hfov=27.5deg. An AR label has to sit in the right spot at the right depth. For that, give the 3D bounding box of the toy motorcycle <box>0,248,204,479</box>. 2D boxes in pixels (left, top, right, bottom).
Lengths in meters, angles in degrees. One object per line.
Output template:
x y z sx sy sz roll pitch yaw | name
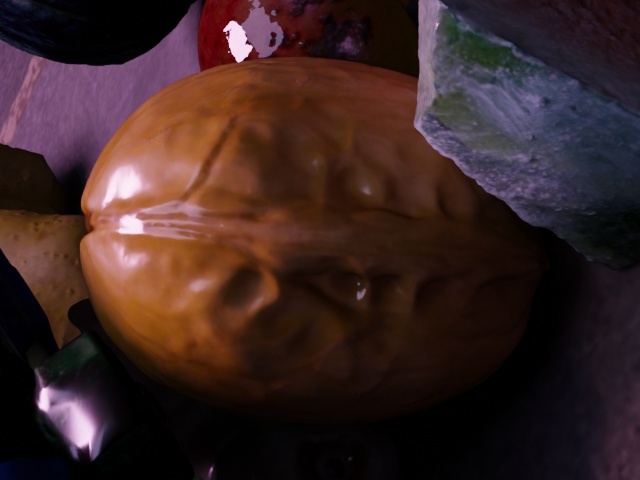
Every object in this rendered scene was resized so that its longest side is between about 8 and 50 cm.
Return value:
-0.161 0.049 0.560 0.125 0.196 0.331 -40 41 -6 | toy motorcycle

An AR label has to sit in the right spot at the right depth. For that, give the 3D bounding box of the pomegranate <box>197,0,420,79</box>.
0.009 -0.106 0.663 0.159 0.129 0.129 -45 44 29 | pomegranate

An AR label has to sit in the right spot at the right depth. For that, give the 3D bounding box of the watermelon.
0.087 -0.112 0.558 0.094 0.154 0.241 -46 31 38 | watermelon

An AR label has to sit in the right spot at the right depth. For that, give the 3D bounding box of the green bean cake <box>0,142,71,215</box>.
-0.299 0.054 1.056 0.236 0.124 0.233 -27 56 49 | green bean cake

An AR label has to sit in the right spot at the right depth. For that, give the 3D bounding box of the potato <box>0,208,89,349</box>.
-0.202 0.058 0.865 0.154 0.200 0.137 -99 3 -48 | potato

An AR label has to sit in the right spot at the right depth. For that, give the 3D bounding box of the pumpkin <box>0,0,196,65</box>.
-0.105 -0.206 0.813 0.248 0.248 0.248 -26 58 50 | pumpkin

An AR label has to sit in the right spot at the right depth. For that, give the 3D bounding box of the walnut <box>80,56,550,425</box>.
0.000 0.000 0.567 0.159 0.206 0.159 -174 90 -79 | walnut

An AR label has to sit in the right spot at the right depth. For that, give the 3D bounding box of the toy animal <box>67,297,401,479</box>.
-0.022 0.115 0.654 0.125 0.127 0.251 -51 54 22 | toy animal
